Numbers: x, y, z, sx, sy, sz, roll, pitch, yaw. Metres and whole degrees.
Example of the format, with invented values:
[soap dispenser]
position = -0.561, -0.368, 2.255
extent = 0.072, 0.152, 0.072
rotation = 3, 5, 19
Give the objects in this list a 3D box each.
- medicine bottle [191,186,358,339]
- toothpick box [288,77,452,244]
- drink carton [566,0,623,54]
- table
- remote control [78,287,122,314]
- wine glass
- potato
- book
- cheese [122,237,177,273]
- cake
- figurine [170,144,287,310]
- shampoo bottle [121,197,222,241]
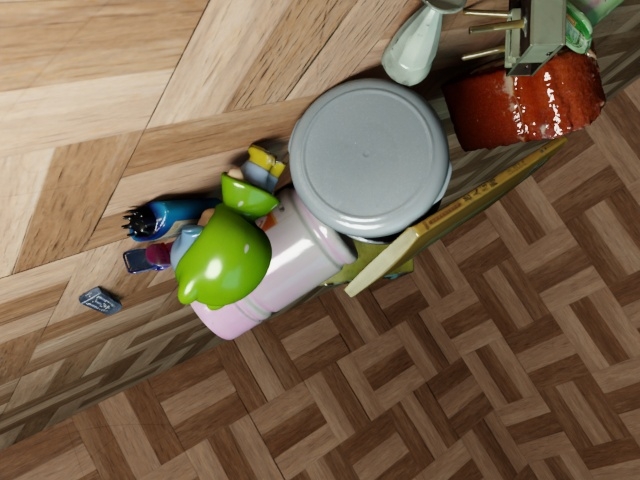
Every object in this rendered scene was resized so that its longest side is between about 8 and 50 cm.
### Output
[medicine bottle]
position = -0.105, 0.037, 1.305
extent = 0.316, 0.202, 0.202
rotation = -33, 170, 8
[toothpick box]
position = 0.102, -0.123, 1.098
extent = 0.263, 0.263, 0.355
rotation = -32, 171, 6
[drink carton]
position = 0.403, -0.385, 0.959
extent = 0.142, 0.146, 0.144
rotation = -42, 167, 11
[table]
position = 0.251, -0.298, 0.865
extent = 0.111, 0.121, 0.240
rotation = 1, -175, 9
[remote control]
position = -0.431, 0.121, 1.272
extent = 0.044, 0.027, 0.152
rotation = -24, 167, -7
[wine glass]
position = 0.138, -0.282, 0.862
extent = 0.073, 0.073, 0.155
rotation = -27, 166, -21
[potato]
position = 0.000, 0.000, 1.518
extent = 0.280, 0.212, 0.330
rotation = -9, -178, -40
[book]
position = 0.232, -0.041, 1.111
extent = 0.389, 0.032, 0.269
rotation = -30, 169, -31
[cheese]
position = -0.219, 0.014, 1.130
extent = 0.244, 0.155, 0.062
rotation = -15, 122, -20
[cake]
position = 0.366, -0.261, 1.153
extent = 0.283, 0.150, 0.177
rotation = -6, -162, 47
[figurine]
position = -0.135, -0.017, 0.998
extent = 0.263, 0.143, 0.162
rotation = -64, 160, -3
[shampoo bottle]
position = -0.236, -0.033, 1.022
extent = 0.087, 0.050, 0.183
rotation = -33, 170, 27
